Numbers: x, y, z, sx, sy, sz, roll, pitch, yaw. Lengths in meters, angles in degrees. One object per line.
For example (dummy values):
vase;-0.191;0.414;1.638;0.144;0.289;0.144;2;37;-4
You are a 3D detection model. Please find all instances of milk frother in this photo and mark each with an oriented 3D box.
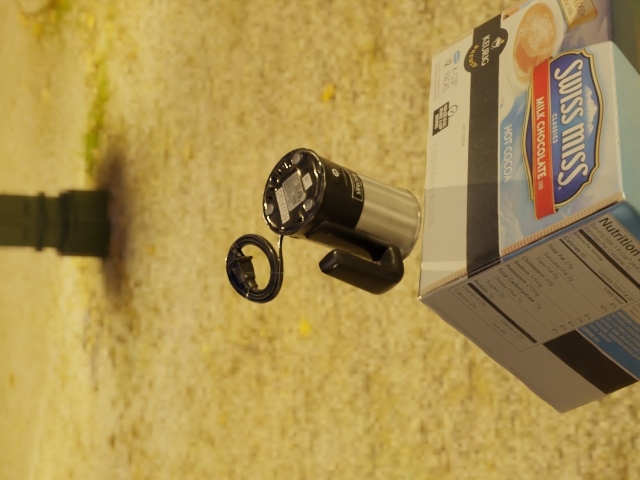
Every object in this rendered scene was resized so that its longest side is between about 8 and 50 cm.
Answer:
milk frother;0.000;0.000;1.257;0.143;0.134;0.129;-21;60;41

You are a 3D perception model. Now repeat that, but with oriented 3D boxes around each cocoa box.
cocoa box;0.258;-0.058;1.285;0.228;0.231;0.347;-29;37;35
